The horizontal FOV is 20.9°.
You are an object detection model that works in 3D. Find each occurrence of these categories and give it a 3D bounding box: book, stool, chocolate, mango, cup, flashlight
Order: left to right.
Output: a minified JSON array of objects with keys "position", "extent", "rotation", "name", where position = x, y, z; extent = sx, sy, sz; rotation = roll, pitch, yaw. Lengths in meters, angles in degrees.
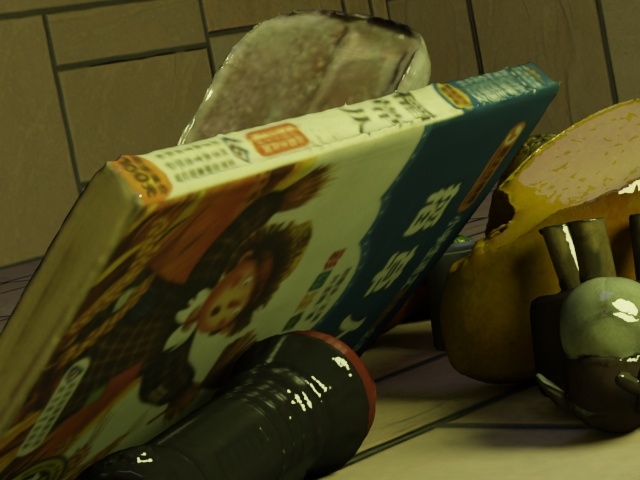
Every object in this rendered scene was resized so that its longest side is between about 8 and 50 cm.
[{"position":[-0.048,0.118,0.937],"extent":[0.093,0.093,0.232],"rotation":[-8,11,26],"name":"flashlight"},{"position":[-0.042,0.035,1.030],"extent":[0.428,0.039,0.300],"rotation":[-19,-31,-53],"name":"book"},{"position":[-0.030,-0.031,1.327],"extent":[0.185,0.303,0.100],"rotation":[15,-20,33],"name":"chocolate"},{"position":[0.134,0.039,1.387],"extent":[0.100,0.077,0.078],"rotation":[-11,5,-9],"name":"cup"},{"position":[0.196,0.005,1.181],"extent":[0.262,0.167,0.130],"rotation":[-23,24,-11],"name":"mango"},{"position":[0.180,0.045,1.032],"extent":[0.125,0.121,0.217],"rotation":[-7,1,20],"name":"stool"}]

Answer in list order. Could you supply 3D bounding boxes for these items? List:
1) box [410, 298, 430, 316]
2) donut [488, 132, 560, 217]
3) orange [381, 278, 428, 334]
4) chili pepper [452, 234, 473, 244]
[{"position":[0.139,0.036,1.610],"extent":[0.201,0.042,0.212],"rotation":[-8,6,27],"name":"box"},{"position":[0.290,-0.053,1.646],"extent":[0.272,0.107,0.272],"rotation":[5,7,-1],"name":"donut"},{"position":[0.000,0.000,1.475],"extent":[0.224,0.170,0.224],"rotation":[-25,15,7],"name":"orange"},{"position":[0.124,0.011,1.586],"extent":[0.027,0.022,0.083],"rotation":[-46,-3,18],"name":"chili pepper"}]
